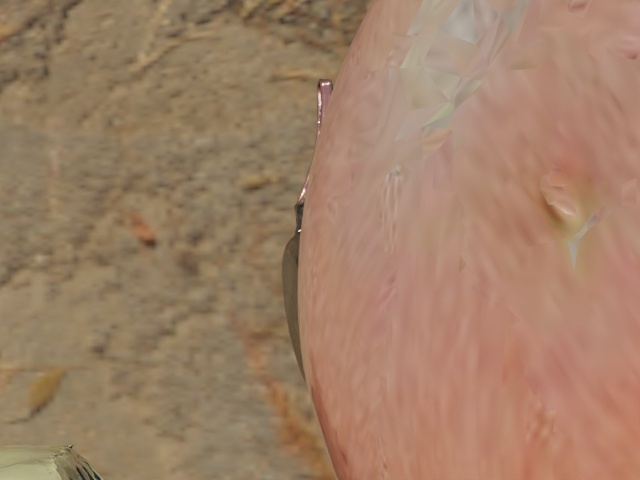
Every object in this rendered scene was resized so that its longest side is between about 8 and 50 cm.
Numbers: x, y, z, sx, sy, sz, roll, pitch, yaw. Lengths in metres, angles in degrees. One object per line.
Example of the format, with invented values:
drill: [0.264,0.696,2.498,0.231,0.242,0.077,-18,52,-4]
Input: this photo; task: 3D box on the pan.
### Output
pan: [-0.003,0.000,1.259,0.040,0.115,0.212,-3,86,-11]

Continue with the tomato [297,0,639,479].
tomato: [0.119,0.009,0.392,0.224,0.256,0.256,13,80,-41]

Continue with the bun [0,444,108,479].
bun: [-0.114,0.254,0.780,0.211,0.360,0.360,-31,112,-2]
